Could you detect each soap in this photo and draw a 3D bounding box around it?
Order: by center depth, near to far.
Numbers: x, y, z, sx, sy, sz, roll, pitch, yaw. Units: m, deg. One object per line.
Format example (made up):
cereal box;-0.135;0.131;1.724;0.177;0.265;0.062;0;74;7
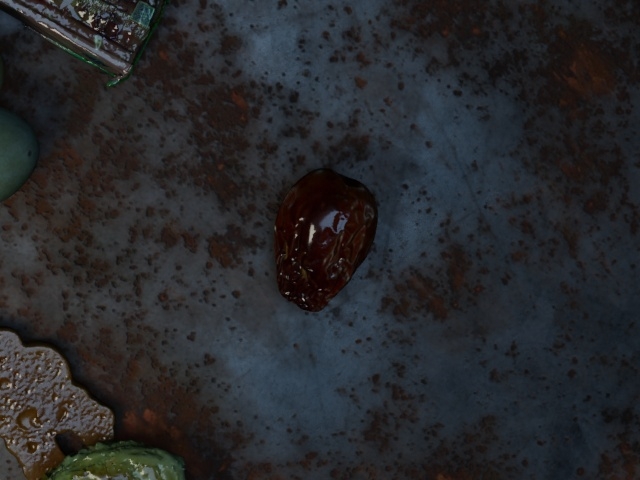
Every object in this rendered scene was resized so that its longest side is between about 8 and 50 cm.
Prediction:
soap;-0.382;-0.391;1.810;0.273;0.098;0.218;29;87;-16

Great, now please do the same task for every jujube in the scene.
jujube;0.000;0.000;1.932;0.168;0.168;0.237;15;106;-16

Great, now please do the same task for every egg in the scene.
egg;-0.544;-0.124;1.751;0.236;0.169;0.169;-10;98;-16

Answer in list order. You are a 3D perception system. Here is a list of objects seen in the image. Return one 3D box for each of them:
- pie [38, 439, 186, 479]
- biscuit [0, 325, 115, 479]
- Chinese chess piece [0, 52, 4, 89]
pie;-0.363;0.538;1.849;0.418;0.180;0.395;-25;107;-11
biscuit;-0.470;0.253;1.871;0.186;0.044;0.295;-38;105;-12
Chinese chess piece;-0.583;-0.240;1.702;0.237;0.238;0.092;-17;116;-14
